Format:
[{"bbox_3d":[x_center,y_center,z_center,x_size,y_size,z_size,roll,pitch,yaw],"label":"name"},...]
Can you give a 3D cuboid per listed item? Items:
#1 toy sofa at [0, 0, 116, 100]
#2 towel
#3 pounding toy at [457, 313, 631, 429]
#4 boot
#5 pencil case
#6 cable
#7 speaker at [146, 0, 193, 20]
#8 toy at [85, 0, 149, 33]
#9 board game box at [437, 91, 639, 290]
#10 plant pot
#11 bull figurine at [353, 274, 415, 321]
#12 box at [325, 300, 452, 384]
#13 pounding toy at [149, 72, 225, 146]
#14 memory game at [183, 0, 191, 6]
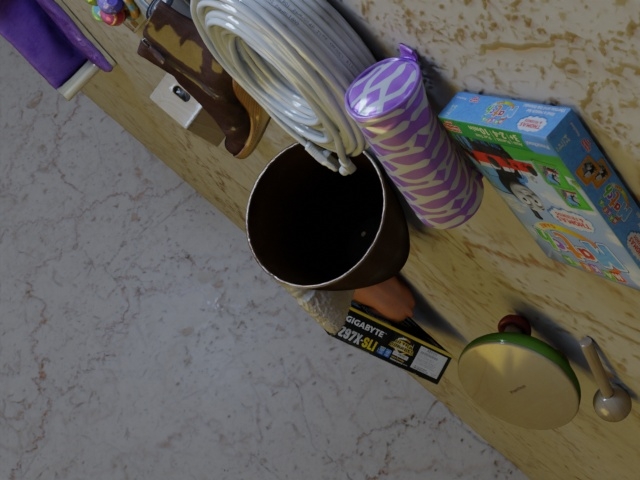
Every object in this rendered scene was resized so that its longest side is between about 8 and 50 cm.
[{"bbox_3d":[-0.666,-0.500,2.246,0.177,0.150,0.362,37,171,37],"label":"toy sofa"},{"bbox_3d":[0.000,0.000,1.511,0.187,0.049,0.282,45,-144,-20],"label":"towel"},{"bbox_3d":[0.327,0.176,1.375,0.237,0.110,0.183,-7,126,40],"label":"pounding toy"},{"bbox_3d":[-0.159,-0.225,1.333,0.207,0.090,0.248,27,153,-5],"label":"boot"},{"bbox_3d":[0.103,-0.096,0.957,0.086,0.088,0.206,44,177,43],"label":"pencil case"},{"bbox_3d":[-0.028,-0.200,1.036,0.257,0.089,0.257,42,171,3],"label":"cable"},{"bbox_3d":[-0.181,-0.290,1.332,0.136,0.055,0.055,39,176,-42],"label":"speaker"},{"bbox_3d":[-0.373,-0.415,1.642,0.137,0.056,0.237,43,172,-16],"label":"toy"},{"bbox_3d":[0.218,-0.044,0.861,0.211,0.039,0.160,45,171,-28],"label":"board game box"},{"bbox_3d":[0.040,-0.015,1.377,0.215,0.215,0.230,37,-175,29],"label":"plant pot"},{"bbox_3d":[0.065,0.050,1.860,0.310,0.101,0.188,47,174,-27],"label":"bull figurine"},{"bbox_3d":[0.112,0.183,2.023,0.257,0.079,0.322,24,-176,-13],"label":"box"},{"bbox_3d":[-0.234,-0.264,1.707,0.141,0.100,0.130,41,-174,26],"label":"pounding toy"},{"bbox_3d":[-0.245,-0.391,1.318,0.186,0.012,0.186,41,172,7],"label":"memory game"}]
